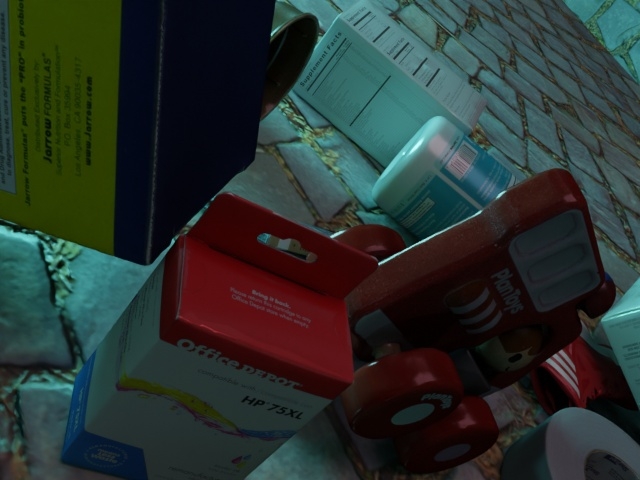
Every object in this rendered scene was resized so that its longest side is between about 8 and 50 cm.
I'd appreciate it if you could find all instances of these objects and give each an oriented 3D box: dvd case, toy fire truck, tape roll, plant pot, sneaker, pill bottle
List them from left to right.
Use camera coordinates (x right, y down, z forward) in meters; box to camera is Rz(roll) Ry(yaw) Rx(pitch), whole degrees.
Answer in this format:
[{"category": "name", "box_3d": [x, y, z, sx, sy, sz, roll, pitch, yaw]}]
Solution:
[{"category": "plant pot", "box_3d": [-0.116, -0.251, 0.970, 0.165, 0.167, 0.167, 38, 32, 10]}, {"category": "dvd case", "box_3d": [0.000, 0.000, 0.835, 0.221, 0.018, 0.164, 14, 8, -34]}, {"category": "pill bottle", "box_3d": [0.208, -0.031, 1.045, 0.264, 0.146, 0.146, 40, 33, -3]}, {"category": "toy fire truck", "box_3d": [0.146, 0.074, 0.725, 0.302, 0.253, 0.169, 47, 20, -52]}, {"category": "sneaker", "box_3d": [0.338, 0.193, 1.011, 0.221, 0.087, 0.128, 35, 54, -18]}, {"category": "tape roll", "box_3d": [0.297, 0.291, 0.837, 0.219, 0.072, 0.219, 26, 37, -21]}]

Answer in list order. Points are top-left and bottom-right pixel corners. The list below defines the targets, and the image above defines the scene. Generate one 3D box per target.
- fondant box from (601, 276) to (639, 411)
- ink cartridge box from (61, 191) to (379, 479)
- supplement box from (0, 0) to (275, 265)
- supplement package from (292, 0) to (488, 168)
[{"category": "fondant box", "box_3d": [0.502, 0.208, 1.026, 0.238, 0.096, 0.331, -21, 89, -54]}, {"category": "ink cartridge box", "box_3d": [-0.071, 0.085, 0.551, 0.134, 0.231, 0.078, 23, 38, -25]}, {"category": "supplement box", "box_3d": [-0.234, -0.153, 0.575, 0.356, 0.195, 0.194, 18, 32, 11]}, {"category": "supplement package", "box_3d": [0.102, -0.217, 1.154, 0.244, 0.139, 0.134, 40, 35, -3]}]
